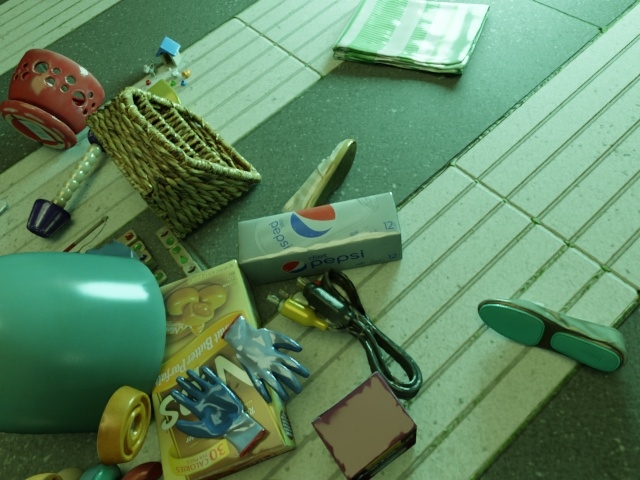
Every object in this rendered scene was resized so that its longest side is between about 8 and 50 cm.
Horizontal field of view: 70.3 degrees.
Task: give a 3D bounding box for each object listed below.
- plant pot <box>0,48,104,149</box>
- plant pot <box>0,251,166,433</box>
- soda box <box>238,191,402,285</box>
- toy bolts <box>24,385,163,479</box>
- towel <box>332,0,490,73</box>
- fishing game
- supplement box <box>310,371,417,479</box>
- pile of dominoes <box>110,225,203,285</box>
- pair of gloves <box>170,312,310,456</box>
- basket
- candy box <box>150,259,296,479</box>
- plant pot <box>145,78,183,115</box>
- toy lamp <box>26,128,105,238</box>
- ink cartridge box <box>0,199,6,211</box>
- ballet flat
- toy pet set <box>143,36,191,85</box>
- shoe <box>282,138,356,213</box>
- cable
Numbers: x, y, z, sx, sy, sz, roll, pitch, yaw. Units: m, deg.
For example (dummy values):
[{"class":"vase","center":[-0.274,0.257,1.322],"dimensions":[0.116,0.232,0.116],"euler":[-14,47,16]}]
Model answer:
[{"class":"plant pot","center":[-0.653,-0.331,1.100],"dimensions":[0.191,0.191,0.174],"euler":[11,69,18]},{"class":"plant pot","center":[-0.423,0.147,0.686],"dimensions":[0.292,0.235,0.293],"euler":[-9,73,32]},{"class":"soda box","center":[0.000,0.000,0.825],"dimensions":[0.286,0.098,0.091],"euler":[-11,59,6]},{"class":"toy bolts","center":[-0.332,0.322,0.634],"dimensions":[0.158,0.229,0.218],"euler":[4,58,4]},{"class":"towel","center":[0.218,-0.513,1.109],"dimensions":[0.324,0.038,0.248],"euler":[16,64,20]},{"class":"fishing game","center":[-0.400,0.090,0.861],"dimensions":[0.189,0.041,0.264],"euler":[-37,68,12]},{"class":"supplement box","center":[0.065,0.258,0.610],"dimensions":[0.104,0.188,0.081],"euler":[-34,60,-9]},{"class":"pile of dominoes","center":[-0.336,0.086,0.880],"dimensions":[0.196,0.040,0.251],"euler":[-39,60,-11]},{"class":"pair of gloves","center":[-0.120,0.211,0.669],"dimensions":[0.159,0.023,0.198],"euler":[33,69,23]},{"class":"basket","center":[-0.306,-0.198,0.934],"dimensions":[0.223,0.213,0.299],"euler":[-38,61,-10]},{"class":"candy box","center":[-0.175,0.208,0.742],"dimensions":[0.182,0.088,0.317],"euler":[-21,61,-1]},{"class":"plant pot","center":[-0.371,-0.320,1.098],"dimensions":[0.083,0.081,0.081],"euler":[39,74,18]},{"class":"toy lamp","center":[-0.563,-0.131,1.029],"dimensions":[0.080,0.080,0.275],"euler":[10,63,17]},{"class":"ink cartridge box","center":[-0.943,-0.103,1.067],"dimensions":[0.353,0.119,0.207],"euler":[24,68,23]},{"class":"ballet flat","center":[0.353,0.133,0.704],"dimensions":[0.213,0.072,0.068],"euler":[21,40,21]},{"class":"toy pet set","center":[-0.404,-0.472,1.198],"dimensions":[0.122,0.065,0.114],"euler":[5,62,14]},{"class":"shoe","center":[0.001,-0.123,0.907],"dimensions":[0.058,0.077,0.219],"euler":[27,71,19]},{"class":"cable","center":[0.053,0.145,0.752],"dimensions":[0.287,0.072,0.139],"euler":[39,39,23]}]
